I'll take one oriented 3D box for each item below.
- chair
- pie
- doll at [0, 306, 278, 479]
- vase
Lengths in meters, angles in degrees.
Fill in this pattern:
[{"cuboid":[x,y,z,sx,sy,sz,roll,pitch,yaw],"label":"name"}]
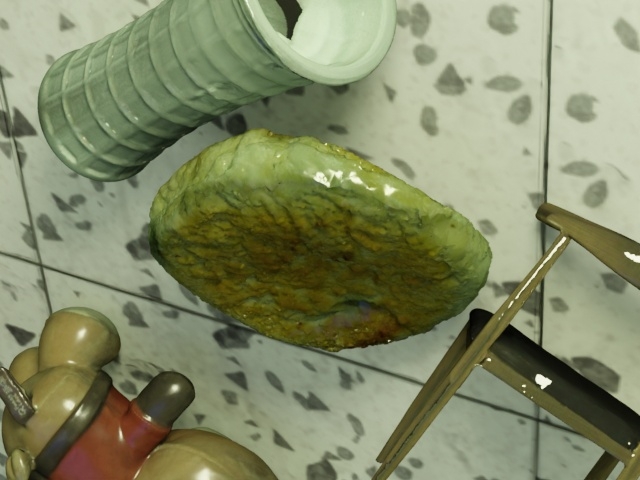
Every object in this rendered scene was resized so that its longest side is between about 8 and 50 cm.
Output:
[{"cuboid":[0.180,0.119,1.419,0.188,0.166,0.272,35,97,2],"label":"chair"},{"cuboid":[0.000,0.000,1.424,0.277,0.078,0.277,7,150,4],"label":"pie"},{"cuboid":[-0.171,0.219,1.729,0.330,0.174,0.235,39,133,-2],"label":"doll"},{"cuboid":[-0.090,-0.135,1.373,0.143,0.143,0.299,49,141,-15],"label":"vase"}]
